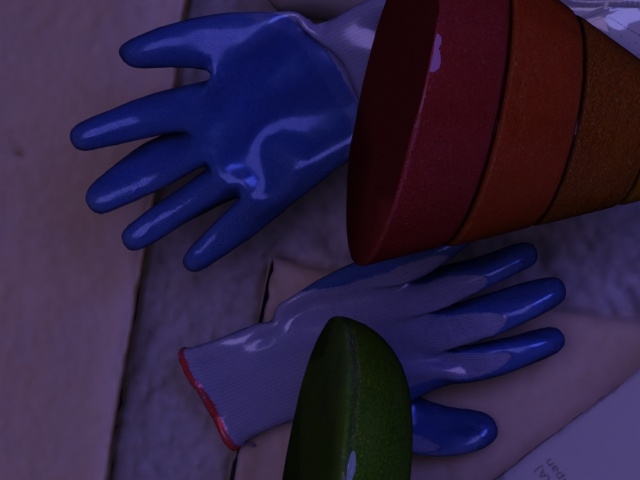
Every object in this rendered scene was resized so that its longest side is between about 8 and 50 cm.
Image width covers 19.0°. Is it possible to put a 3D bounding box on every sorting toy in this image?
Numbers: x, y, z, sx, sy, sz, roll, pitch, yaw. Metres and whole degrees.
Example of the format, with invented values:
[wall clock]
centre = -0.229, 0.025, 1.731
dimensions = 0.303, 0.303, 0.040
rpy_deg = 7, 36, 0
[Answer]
[sorting toy]
centre = 0.056, 0.076, 0.682
dimensions = 0.126, 0.127, 0.366
rpy_deg = 9, 106, -9

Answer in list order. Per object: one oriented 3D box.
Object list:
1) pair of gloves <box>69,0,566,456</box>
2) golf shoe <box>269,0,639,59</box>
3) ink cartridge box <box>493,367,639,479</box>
[pair of gloves]
centre = 0.000, 0.000, 0.733
dimensions = 0.159, 0.023, 0.198
rpy_deg = -21, 100, 20
[golf shoe]
centre = 0.055, -0.077, 0.732
dimensions = 0.176, 0.069, 0.086
rpy_deg = 6, 93, 17
[ink cartridge box]
centre = 0.217, 0.135, 0.672
dimensions = 0.239, 0.060, 0.275
rpy_deg = -44, 75, 33
